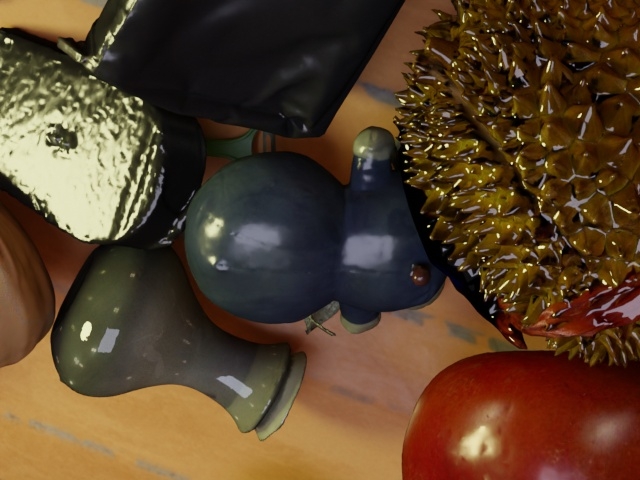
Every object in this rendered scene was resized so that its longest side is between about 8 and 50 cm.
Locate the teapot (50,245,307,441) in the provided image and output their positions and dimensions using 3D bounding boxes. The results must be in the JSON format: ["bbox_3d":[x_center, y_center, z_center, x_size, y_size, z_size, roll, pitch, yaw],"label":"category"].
[{"bbox_3d":[-0.146,0.108,1.641,0.251,0.183,0.183,27,122,-13],"label":"teapot"}]

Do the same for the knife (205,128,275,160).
[{"bbox_3d":[-0.121,-0.090,1.602,0.166,0.022,0.078,6,106,21],"label":"knife"}]

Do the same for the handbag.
[{"bbox_3d":[-0.061,-0.256,1.386,0.275,0.178,0.302,14,128,-28],"label":"handbag"}]

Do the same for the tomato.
[{"bbox_3d":[0.237,0.241,1.507,0.325,0.290,0.293,9,102,51],"label":"tomato"}]

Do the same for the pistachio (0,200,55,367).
[{"bbox_3d":[-0.405,0.007,1.621,0.318,0.193,0.214,50,136,11],"label":"pistachio"}]

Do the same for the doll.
[{"bbox_3d":[0.000,0.000,1.516,0.259,0.154,0.228,3,122,-1],"label":"doll"}]

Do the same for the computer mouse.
[{"bbox_3d":[-0.235,-0.101,1.588,0.295,0.087,0.168,28,104,23],"label":"computer mouse"}]

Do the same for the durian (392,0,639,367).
[{"bbox_3d":[0.237,-0.055,1.351,0.384,0.347,0.347,35,122,-17],"label":"durian"}]

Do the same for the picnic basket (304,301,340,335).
[{"bbox_3d":[0.004,0.061,1.625,0.083,0.065,0.083,28,137,33],"label":"picnic basket"}]
